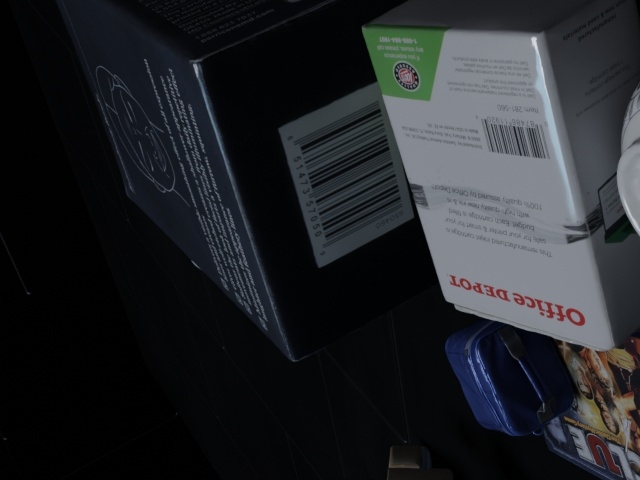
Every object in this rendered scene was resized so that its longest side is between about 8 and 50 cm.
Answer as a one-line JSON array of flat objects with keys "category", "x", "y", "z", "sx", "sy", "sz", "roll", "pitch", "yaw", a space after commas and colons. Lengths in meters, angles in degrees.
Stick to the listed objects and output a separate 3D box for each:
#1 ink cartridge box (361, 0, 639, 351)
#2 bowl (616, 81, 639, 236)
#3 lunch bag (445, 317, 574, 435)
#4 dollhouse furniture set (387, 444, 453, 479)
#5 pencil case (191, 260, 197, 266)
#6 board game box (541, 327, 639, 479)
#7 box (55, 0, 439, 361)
[{"category": "ink cartridge box", "x": 0.136, "y": -0.054, "z": 0.742, "sx": 0.160, "sy": 0.093, "sz": 0.219, "roll": 16, "pitch": 133, "yaw": 51}, {"category": "bowl", "x": 0.214, "y": -0.035, "z": 0.610, "sx": 0.170, "sy": 0.080, "sz": 0.170, "roll": 54, "pitch": 162, "yaw": 28}, {"category": "lunch bag", "x": 0.150, "y": 0.107, "z": 0.881, "sx": 0.098, "sy": 0.067, "sz": 0.065, "roll": 63, "pitch": 164, "yaw": -4}, {"category": "dollhouse furniture set", "x": 0.175, "y": 0.345, "z": 1.328, "sx": 0.303, "sy": 0.198, "sz": 0.286, "roll": -72, "pitch": -15, "yaw": -71}, {"category": "pencil case", "x": -0.152, "y": -0.080, "z": 1.552, "sx": 0.124, "sy": 0.113, "sz": 0.273, "roll": 24, "pitch": 142, "yaw": 33}, {"category": "board game box", "x": 0.232, "y": 0.119, "z": 0.852, "sx": 0.243, "sy": 0.042, "sz": 0.165, "roll": 20, "pitch": 134, "yaw": 66}, {"category": "box", "x": -0.064, "y": -0.130, "z": 1.048, "sx": 0.395, "sy": 0.212, "sz": 0.293, "roll": 39, "pitch": 151, "yaw": 51}]
